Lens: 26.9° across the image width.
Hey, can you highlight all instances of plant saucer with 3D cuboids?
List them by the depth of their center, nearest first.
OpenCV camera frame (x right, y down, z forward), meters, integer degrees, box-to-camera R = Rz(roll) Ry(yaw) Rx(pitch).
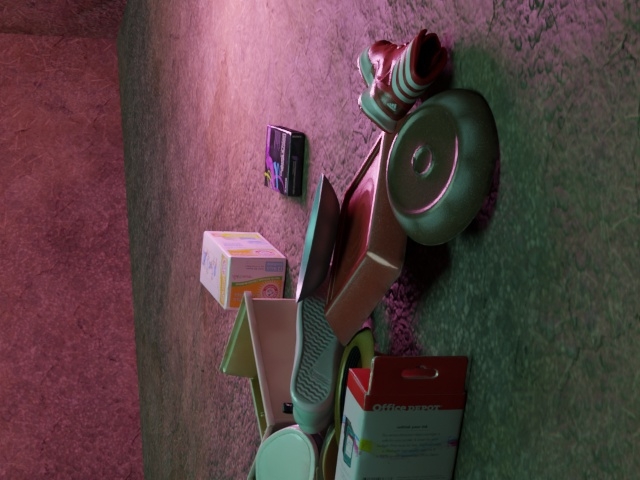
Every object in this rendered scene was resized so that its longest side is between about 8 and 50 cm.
[{"bbox_3d":[0.137,-0.094,1.646,0.198,0.036,0.198,-26,58,50],"label":"plant saucer"},{"bbox_3d":[0.066,-0.020,1.842,0.258,0.048,0.259,122,162,-59],"label":"plant saucer"},{"bbox_3d":[0.000,0.000,1.951,0.195,0.037,0.195,-168,90,-88],"label":"plant saucer"}]

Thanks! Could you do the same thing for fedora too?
[{"bbox_3d":[0.076,0.216,1.850,0.194,0.079,0.194,-171,90,-76],"label":"fedora"}]

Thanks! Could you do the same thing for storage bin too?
[{"bbox_3d":[-0.079,0.268,2.285,0.260,0.123,0.262,111,153,-48],"label":"storage bin"}]

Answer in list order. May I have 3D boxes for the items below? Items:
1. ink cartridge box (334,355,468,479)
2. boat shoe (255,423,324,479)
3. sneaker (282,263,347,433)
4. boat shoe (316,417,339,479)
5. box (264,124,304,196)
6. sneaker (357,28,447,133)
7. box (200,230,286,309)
[{"bbox_3d":[0.101,0.237,1.694,0.078,0.134,0.231,-129,43,-64],"label":"ink cartridge box"},{"bbox_3d":[-0.037,0.386,2.168,0.116,0.099,0.319,42,141,24],"label":"boat shoe"},{"bbox_3d":[0.002,0.166,2.029,0.151,0.094,0.256,95,-170,-60],"label":"sneaker"},{"bbox_3d":[0.025,0.354,2.031,0.073,0.073,0.207,-136,49,-64],"label":"boat shoe"},{"bbox_3d":[-0.067,-0.145,2.413,0.162,0.029,0.116,-154,66,-69],"label":"box"},{"bbox_3d":[0.120,-0.235,1.787,0.128,0.087,0.221,-41,25,24],"label":"sneaker"},{"bbox_3d":[-0.147,0.056,2.518,0.203,0.114,0.103,-141,55,-68],"label":"box"}]
